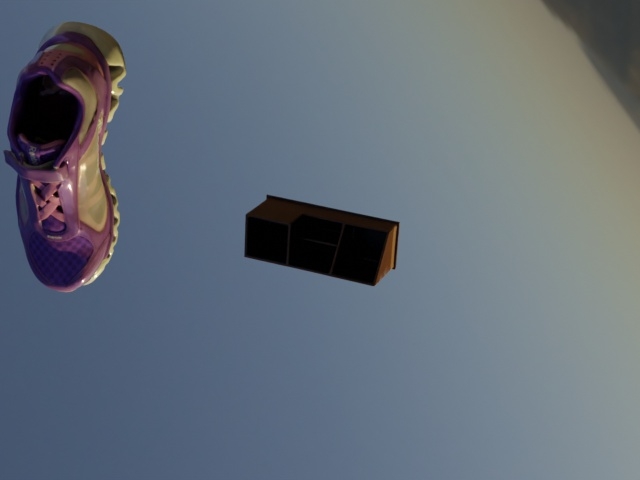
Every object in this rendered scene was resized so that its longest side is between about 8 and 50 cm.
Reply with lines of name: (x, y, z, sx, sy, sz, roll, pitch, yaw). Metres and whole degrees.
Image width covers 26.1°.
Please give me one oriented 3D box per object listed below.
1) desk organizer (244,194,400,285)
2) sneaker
desk organizer: (0.000, 0.000, 1.231, 0.050, 0.130, 0.047, -41, -41, -59)
sneaker: (-0.226, -0.063, 1.175, 0.104, 0.095, 0.236, -63, -20, -70)
